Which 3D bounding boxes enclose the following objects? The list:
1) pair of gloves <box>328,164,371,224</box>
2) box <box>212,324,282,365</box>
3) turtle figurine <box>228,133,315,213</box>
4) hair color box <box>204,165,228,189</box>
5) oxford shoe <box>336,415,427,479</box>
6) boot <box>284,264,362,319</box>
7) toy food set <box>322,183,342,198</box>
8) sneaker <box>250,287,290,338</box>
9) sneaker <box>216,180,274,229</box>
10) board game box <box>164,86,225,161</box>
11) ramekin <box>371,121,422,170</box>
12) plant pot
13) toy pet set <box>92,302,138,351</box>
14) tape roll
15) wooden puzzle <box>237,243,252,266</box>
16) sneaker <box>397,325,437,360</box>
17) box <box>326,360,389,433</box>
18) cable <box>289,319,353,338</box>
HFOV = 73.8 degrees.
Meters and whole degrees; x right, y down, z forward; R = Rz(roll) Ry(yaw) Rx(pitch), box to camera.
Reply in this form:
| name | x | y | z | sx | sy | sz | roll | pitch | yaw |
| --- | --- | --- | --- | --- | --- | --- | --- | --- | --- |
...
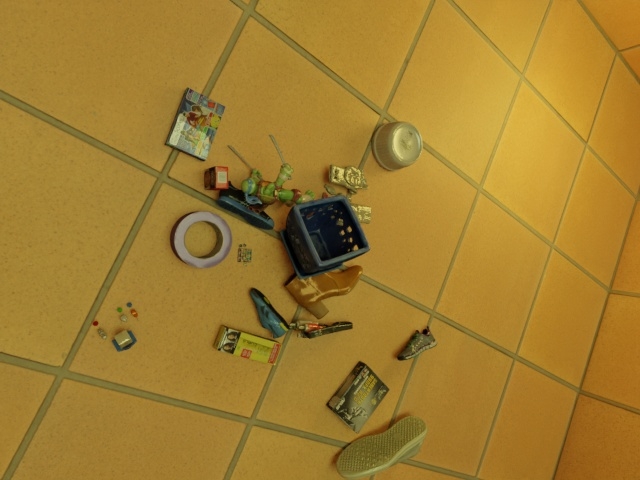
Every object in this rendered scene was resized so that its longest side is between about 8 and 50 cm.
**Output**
| name | x | y | z | sx | sy | sz | roll | pitch | yaw |
| --- | --- | --- | --- | --- | --- | --- | --- | --- | --- |
| pair of gloves | 0.113 | -0.177 | 1.691 | 0.204 | 0.042 | 0.239 | -4 | 90 | -38 |
| box | -0.258 | 0.376 | 1.524 | 0.232 | 0.058 | 0.087 | 26 | 80 | -28 |
| turtle figurine | -0.149 | -0.219 | 1.466 | 0.266 | 0.198 | 0.274 | 21 | 49 | -48 |
| hair color box | -0.343 | -0.202 | 1.397 | 0.043 | 0.141 | 0.071 | -1 | 93 | -29 |
| oxford shoe | 0.269 | 0.896 | 1.801 | 0.450 | 0.169 | 0.129 | -14 | 119 | -29 |
| boot | 0.016 | 0.137 | 1.641 | 0.295 | 0.104 | 0.211 | -45 | 108 | -22 |
| toy food set | 0.056 | -0.165 | 1.691 | 0.122 | 0.019 | 0.077 | 28 | 79 | -28 |
| sneaker | -0.202 | 0.270 | 1.546 | 0.082 | 0.069 | 0.209 | -35 | 102 | 6 |
| sneaker | -0.248 | -0.121 | 1.490 | 0.232 | 0.082 | 0.090 | 32 | 61 | -34 |
| board game box | -0.413 | -0.381 | 1.409 | 0.136 | 0.035 | 0.201 | 22 | 82 | -28 |
| ramekin | 0.328 | -0.398 | 1.780 | 0.207 | 0.109 | 0.206 | -2 | 93 | -29 |
| plant pot | 0.000 | 0.000 | 1.526 | 0.236 | 0.212 | 0.235 | -15 | 72 | -33 |
| toy pet set | -0.621 | 0.279 | 1.330 | 0.122 | 0.065 | 0.114 | -30 | 72 | -27 |
| tape roll | -0.395 | -0.003 | 1.415 | 0.189 | 0.080 | 0.188 | -2 | 93 | -28 |
| wooden puzzle | -0.272 | 0.053 | 1.528 | 0.050 | 0.006 | 0.083 | 4 | 91 | -29 |
| sneaker | 0.418 | 0.462 | 1.911 | 0.224 | 0.083 | 0.098 | -16 | 80 | -32 |
| box | 0.159 | 0.652 | 1.774 | 0.231 | 0.056 | 0.183 | -47 | 112 | -18 |
| cable | 0.021 | 0.326 | 1.636 | 0.288 | 0.140 | 0.072 | -4 | 85 | -32 |
